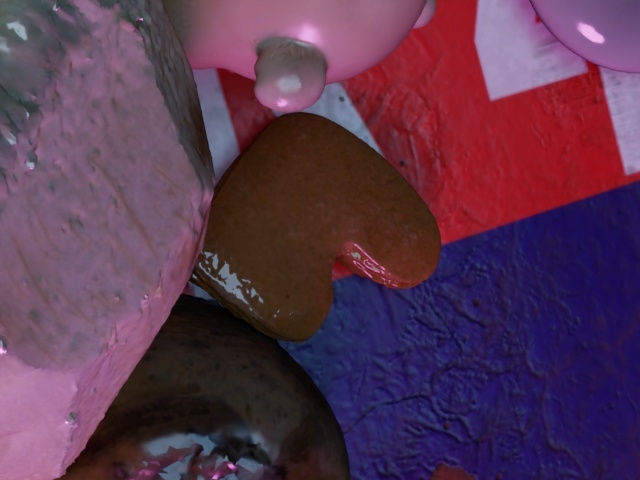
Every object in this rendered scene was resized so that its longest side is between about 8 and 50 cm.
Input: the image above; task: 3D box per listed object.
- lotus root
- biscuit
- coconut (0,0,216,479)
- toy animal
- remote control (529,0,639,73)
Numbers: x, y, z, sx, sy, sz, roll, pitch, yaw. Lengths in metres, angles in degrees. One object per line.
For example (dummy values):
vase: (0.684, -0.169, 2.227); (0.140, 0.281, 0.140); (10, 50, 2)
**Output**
lotus root: (-0.106, 0.173, 1.023); (0.272, 0.192, 0.272); (-3, 100, -17)
biscuit: (0.000, 0.000, 1.083); (0.186, 0.036, 0.192); (42, 60, -11)
coconut: (-0.239, -0.041, 0.863); (0.344, 0.415, 0.415); (32, 82, 11)
toy animal: (-0.023, -0.238, 1.021); (0.247, 0.277, 0.345); (59, 43, -28)
remote control: (0.264, -0.307, 1.149); (0.221, 0.103, 0.332); (-8, 94, -11)
